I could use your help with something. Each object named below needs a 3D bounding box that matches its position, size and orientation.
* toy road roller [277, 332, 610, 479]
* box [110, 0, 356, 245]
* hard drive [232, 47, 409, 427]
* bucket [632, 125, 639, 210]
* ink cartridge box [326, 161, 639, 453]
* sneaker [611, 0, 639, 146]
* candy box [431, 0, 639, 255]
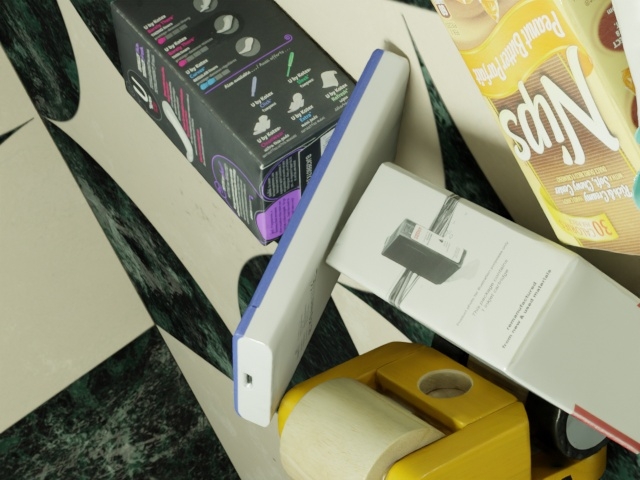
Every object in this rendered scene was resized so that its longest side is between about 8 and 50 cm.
[{"bbox_3d":[0.134,0.230,1.579,0.202,0.329,0.240,28,129,49],"label":"toy road roller"},{"bbox_3d":[-0.086,-0.157,1.732,0.270,0.143,0.165,47,159,23],"label":"box"},{"bbox_3d":[0.000,0.000,1.539,0.040,0.318,0.210,22,155,8],"label":"hard drive"},{"bbox_3d":[0.327,-0.015,0.863,0.281,0.183,0.281,48,162,21],"label":"bucket"},{"bbox_3d":[0.163,0.053,1.411,0.197,0.114,0.273,32,180,-38],"label":"ink cartridge box"},{"bbox_3d":[0.232,-0.147,1.020,0.123,0.106,0.290,43,148,39],"label":"sneaker"},{"bbox_3d":[0.180,-0.141,1.166,0.316,0.087,0.183,60,163,-16],"label":"candy box"}]
